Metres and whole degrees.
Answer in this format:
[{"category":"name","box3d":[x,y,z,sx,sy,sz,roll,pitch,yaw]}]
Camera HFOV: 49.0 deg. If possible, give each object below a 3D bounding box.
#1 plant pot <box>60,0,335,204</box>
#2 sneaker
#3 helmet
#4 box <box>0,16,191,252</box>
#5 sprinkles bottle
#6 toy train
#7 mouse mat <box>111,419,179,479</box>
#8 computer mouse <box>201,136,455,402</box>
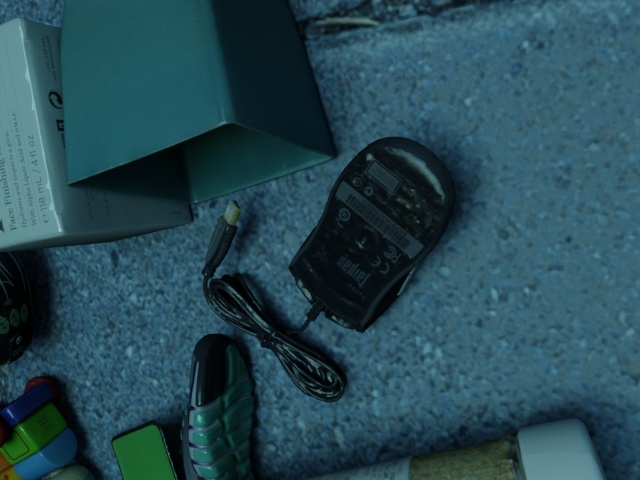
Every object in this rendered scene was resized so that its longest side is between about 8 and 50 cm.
[{"category":"plant pot","box3d":[-0.114,-0.170,0.608,0.166,0.166,0.234,-15,80,26]},{"category":"sneaker","box3d":[-0.120,0.201,0.682,0.098,0.083,0.223,-2,94,31]},{"category":"helmet","box3d":[-0.401,0.058,0.762,0.169,0.169,0.161,-4,108,26]},{"category":"box","box3d":[-0.233,-0.087,0.654,0.119,0.182,0.180,-12,90,26]},{"category":"sprinkles bottle","box3d":[0.043,0.234,0.545,0.355,0.121,0.121,-17,87,15]},{"category":"toy train","box3d":[-0.374,0.273,0.808,0.248,0.105,0.143,-32,94,25]},{"category":"mouse mat","box3d":[-0.160,0.280,0.708,0.153,0.007,0.189,-33,77,51]},{"category":"computer mouse","box3d":[0.000,0.000,0.620,0.184,0.060,0.262,36,120,15]}]
